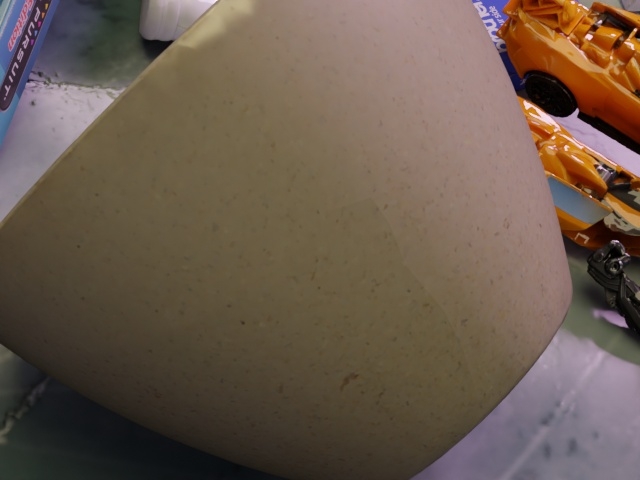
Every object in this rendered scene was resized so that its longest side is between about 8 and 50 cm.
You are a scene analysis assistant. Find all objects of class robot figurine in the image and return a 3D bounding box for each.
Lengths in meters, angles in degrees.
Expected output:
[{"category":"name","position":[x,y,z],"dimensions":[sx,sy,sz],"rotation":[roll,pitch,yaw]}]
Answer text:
[{"category":"robot figurine","position":[0.223,-0.054,0.897],"dimensions":[0.291,0.085,0.211],"rotation":[34,68,13]}]

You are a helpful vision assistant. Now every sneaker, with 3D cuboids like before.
[{"category":"sneaker","position":[-0.089,-0.234,1.039],"dimensions":[0.094,0.080,0.212],"rotation":[9,57,-14]}]

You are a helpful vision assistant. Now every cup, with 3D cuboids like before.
[{"category":"cup","position":[0.000,0.000,0.733],"dimensions":[0.237,0.331,0.331],"rotation":[45,57,-3]}]

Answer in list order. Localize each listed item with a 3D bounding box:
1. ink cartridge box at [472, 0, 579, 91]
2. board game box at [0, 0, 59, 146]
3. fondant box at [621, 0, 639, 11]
[{"category":"ink cartridge box","position":[0.130,-0.208,1.051],"dimensions":[0.097,0.046,0.207],"rotation":[-15,56,-16]},{"category":"board game box","position":[-0.356,-0.201,0.922],"dimensions":[0.336,0.079,0.253],"rotation":[16,72,5]},{"category":"fondant box","position":[0.344,-0.348,1.156],"dimensions":[0.238,0.096,0.330],"rotation":[-4,53,-10]}]
